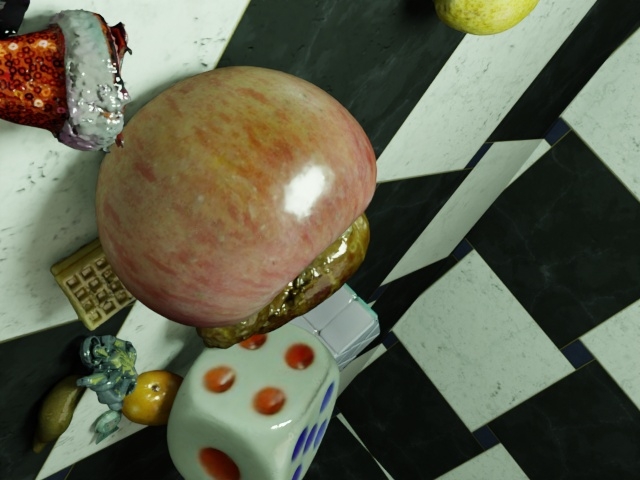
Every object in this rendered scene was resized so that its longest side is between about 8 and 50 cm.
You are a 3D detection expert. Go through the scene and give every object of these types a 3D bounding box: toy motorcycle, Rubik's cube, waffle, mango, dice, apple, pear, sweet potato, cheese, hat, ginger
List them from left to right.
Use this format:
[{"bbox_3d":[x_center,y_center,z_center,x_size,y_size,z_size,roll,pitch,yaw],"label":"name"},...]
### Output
[{"bbox_3d":[-0.277,-0.133,0.569,0.228,0.128,0.140,-10,167,-32],"label":"hat"},{"bbox_3d":[-0.469,0.315,1.146,0.249,0.060,0.069,-54,-163,30],"label":"sweet potato"},{"bbox_3d":[-0.451,0.391,1.396,0.067,0.026,0.120,-30,157,-37],"label":"cheese"},{"bbox_3d":[-0.355,0.225,1.110,0.061,0.124,0.193,-8,166,6],"label":"toy motorcycle"},{"bbox_3d":[-0.284,0.042,0.909,0.148,0.042,0.102,-37,127,-26],"label":"waffle"},{"bbox_3d":[-0.343,0.351,1.422,0.141,0.102,0.217,-37,159,-8],"label":"mango"},{"bbox_3d":[-0.110,-0.062,0.815,0.345,0.269,0.345,-45,179,-1],"label":"apple"},{"bbox_3d":[-0.137,0.370,1.406,0.304,0.277,0.304,-50,152,-47],"label":"dice"},{"bbox_3d":[-0.075,0.063,1.264,0.418,0.176,0.254,-35,169,-6],"label":"ginger"},{"bbox_3d":[-0.003,0.211,1.654,0.221,0.224,0.231,-42,162,-7],"label":"Rubik's cube"},{"bbox_3d":[0.245,-0.394,0.988,0.178,0.178,0.178,-39,161,-17],"label":"pear"}]
